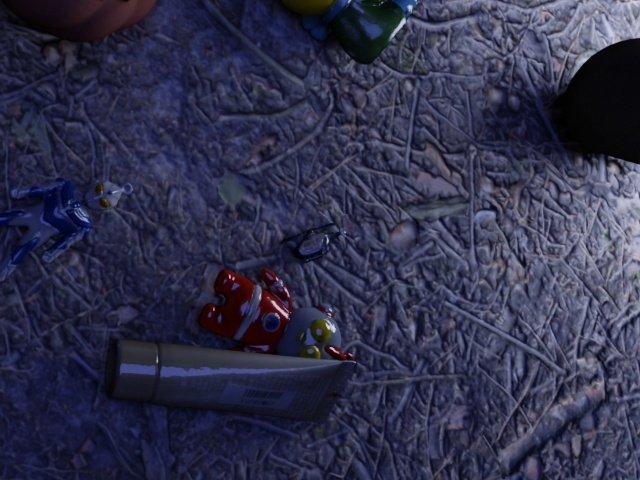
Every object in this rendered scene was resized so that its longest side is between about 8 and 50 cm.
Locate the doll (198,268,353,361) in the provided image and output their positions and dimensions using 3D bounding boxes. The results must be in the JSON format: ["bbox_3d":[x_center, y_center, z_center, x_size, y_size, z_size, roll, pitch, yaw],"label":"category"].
[{"bbox_3d":[-0.056,0.132,1.474,0.245,0.076,0.142,28,82,-14],"label":"doll"}]

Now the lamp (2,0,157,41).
[{"bbox_3d":[-0.298,-0.411,1.313,0.305,0.239,0.306,-35,133,-48],"label":"lamp"}]

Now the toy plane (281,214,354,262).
[{"bbox_3d":[0.000,0.000,1.539,0.120,0.031,0.049,-20,83,-22],"label":"toy plane"}]

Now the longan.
[{"bbox_3d":[0.547,-0.231,1.713,0.246,0.246,0.215,35,57,-16],"label":"longan"}]

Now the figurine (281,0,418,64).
[{"bbox_3d":[0.031,-0.399,1.557,0.234,0.127,0.185,38,65,-4],"label":"figurine"}]

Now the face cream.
[{"bbox_3d":[-0.128,0.200,1.421,0.341,0.137,0.084,10,36,-21],"label":"face cream"}]

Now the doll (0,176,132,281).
[{"bbox_3d":[-0.363,-0.036,1.369,0.227,0.057,0.114,-29,91,-22],"label":"doll"}]
